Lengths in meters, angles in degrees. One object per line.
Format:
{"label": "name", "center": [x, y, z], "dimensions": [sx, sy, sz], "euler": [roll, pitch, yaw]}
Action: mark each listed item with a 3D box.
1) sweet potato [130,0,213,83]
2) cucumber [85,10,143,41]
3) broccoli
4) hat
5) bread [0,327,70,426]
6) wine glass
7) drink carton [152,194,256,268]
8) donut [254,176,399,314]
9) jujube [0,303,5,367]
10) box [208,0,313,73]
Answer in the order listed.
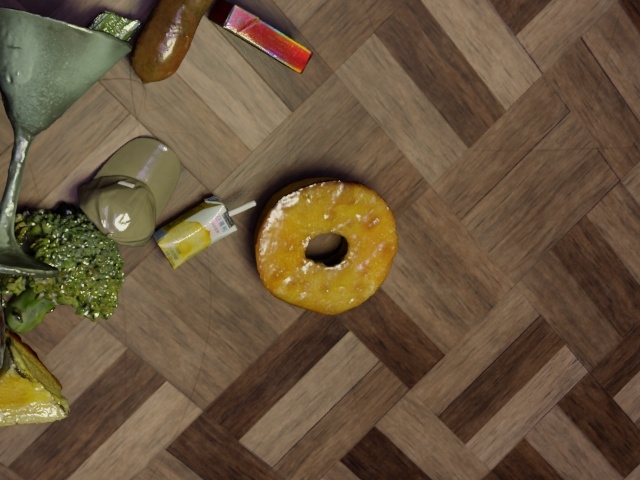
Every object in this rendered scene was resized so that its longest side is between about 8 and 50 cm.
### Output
{"label": "sweet potato", "center": [-0.242, -0.404, 1.844], "dimensions": [0.097, 0.097, 0.292], "euler": [34, 94, -27]}
{"label": "cucumber", "center": [-0.413, -0.326, 1.835], "dimensions": [0.070, 0.046, 0.220], "euler": [42, 89, -25]}
{"label": "broccoli", "center": [-0.478, 0.079, 1.876], "dimensions": [0.242, 0.180, 0.273], "euler": [33, 95, -28]}
{"label": "hat", "center": [-0.332, -0.090, 1.904], "dimensions": [0.166, 0.144, 0.173], "euler": [36, 105, -25]}
{"label": "bread", "center": [-0.547, 0.250, 1.934], "dimensions": [0.169, 0.140, 0.160], "euler": [0, 120, -25]}
{"label": "wine glass", "center": [-0.478, -0.156, 1.676], "dimensions": [0.267, 0.267, 0.406], "euler": [13, 90, -24]}
{"label": "drink carton", "center": [-0.218, -0.032, 1.994], "dimensions": [0.200, 0.074, 0.084], "euler": [-32, 117, -9]}
{"label": "donut", "center": [0.000, 0.000, 2.071], "dimensions": [0.302, 0.110, 0.303], "euler": [-8, 113, -19]}
{"label": "jujube", "center": [-0.700, 0.162, 1.801], "dimensions": [0.308, 0.215, 0.247], "euler": [16, 79, -16]}
{"label": "box", "center": [-0.109, -0.373, 1.895], "dimensions": [0.175, 0.112, 0.048], "euler": [27, 97, -28]}
